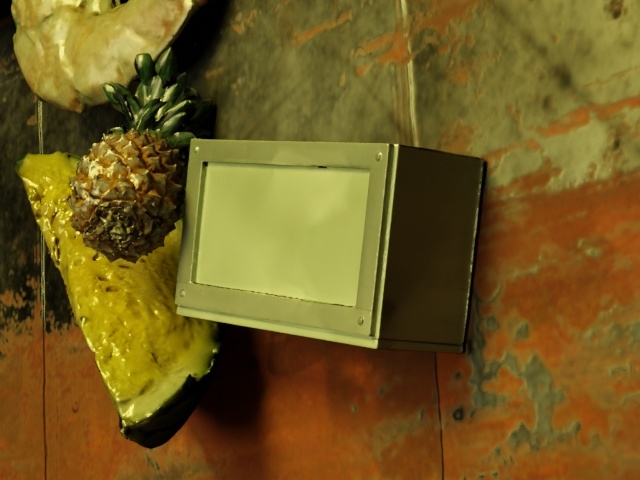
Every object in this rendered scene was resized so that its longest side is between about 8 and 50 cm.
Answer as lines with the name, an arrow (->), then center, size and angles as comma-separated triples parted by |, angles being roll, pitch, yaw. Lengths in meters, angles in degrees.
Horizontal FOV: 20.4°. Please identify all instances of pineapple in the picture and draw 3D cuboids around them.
pineapple -> -0.135, -0.060, 1.325 | 0.221, 0.083, 0.103 | -79, -24, -60

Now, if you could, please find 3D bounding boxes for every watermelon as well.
watermelon -> -0.148, 0.048, 1.360 | 0.123, 0.129, 0.301 | -57, 40, 26

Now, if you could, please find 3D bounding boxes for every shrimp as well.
shrimp -> -0.157, -0.274, 1.456 | 0.247, 0.085, 0.360 | 30, 104, 44

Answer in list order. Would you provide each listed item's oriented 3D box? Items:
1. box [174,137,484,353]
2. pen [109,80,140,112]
box -> 0.000, 0.000, 1.215 | 0.225, 0.086, 0.130 | 5, 89, 51
pen -> -0.192, -0.146, 1.527 | 0.233, 0.032, 0.040 | 31, 86, 48
